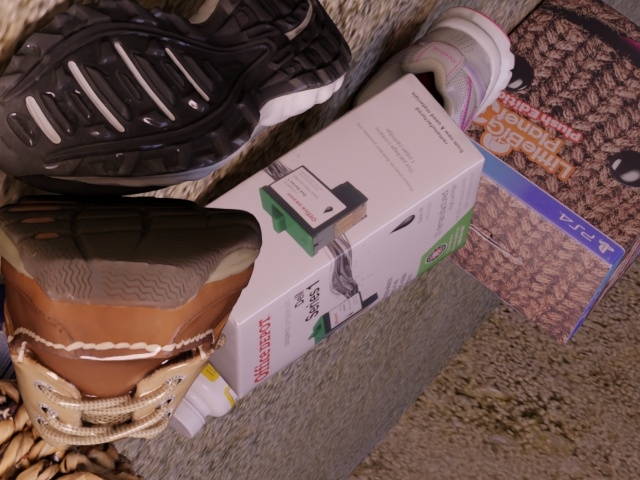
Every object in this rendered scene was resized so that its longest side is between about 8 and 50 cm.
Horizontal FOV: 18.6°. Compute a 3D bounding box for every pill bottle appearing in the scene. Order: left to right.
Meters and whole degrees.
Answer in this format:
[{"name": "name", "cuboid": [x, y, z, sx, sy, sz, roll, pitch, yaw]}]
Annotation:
[{"name": "pill bottle", "cuboid": [-0.086, 0.103, 1.603, 0.116, 0.065, 0.065, -49, 169, -18]}]

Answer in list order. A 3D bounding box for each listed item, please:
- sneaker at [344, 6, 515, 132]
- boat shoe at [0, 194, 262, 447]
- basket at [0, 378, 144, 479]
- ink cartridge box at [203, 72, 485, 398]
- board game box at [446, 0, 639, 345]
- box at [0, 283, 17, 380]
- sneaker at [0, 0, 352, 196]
[{"name": "sneaker", "cuboid": [0.055, -0.072, 1.584, 0.111, 0.103, 0.252, -25, 144, -59]}, {"name": "boat shoe", "cuboid": [-0.095, 0.041, 0.945, 0.324, 0.123, 0.119, -152, -115, -84]}, {"name": "basket", "cuboid": [-0.194, 0.245, 1.030, 0.299, 0.223, 0.213, -40, 171, 0]}, {"name": "ink cartridge box", "cuboid": [0.000, 0.000, 1.414, 0.219, 0.092, 0.160, -35, 161, -15]}, {"name": "board game box", "cuboid": [0.244, -0.084, 1.954, 0.291, 0.232, 0.141, -46, 166, -36]}, {"name": "box", "cuboid": [-0.204, 0.086, 1.119, 0.136, 0.036, 0.225, -54, 168, 11]}, {"name": "sneaker", "cuboid": [-0.083, -0.065, 1.001, 0.108, 0.100, 0.271, -39, 174, 31]}]
